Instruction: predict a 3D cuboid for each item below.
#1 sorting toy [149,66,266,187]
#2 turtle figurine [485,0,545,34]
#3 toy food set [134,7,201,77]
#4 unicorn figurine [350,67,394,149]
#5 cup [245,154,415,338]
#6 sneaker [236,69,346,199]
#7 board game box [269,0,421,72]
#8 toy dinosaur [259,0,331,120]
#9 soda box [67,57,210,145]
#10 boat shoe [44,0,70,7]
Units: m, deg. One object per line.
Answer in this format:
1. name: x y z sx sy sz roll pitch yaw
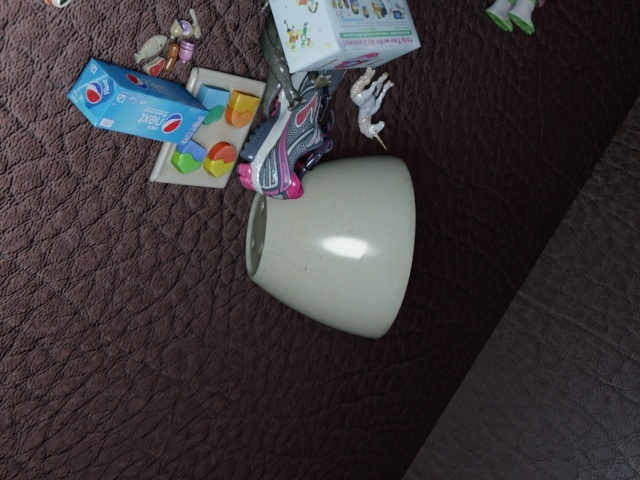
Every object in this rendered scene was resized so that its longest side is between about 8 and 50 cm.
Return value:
1. sorting toy: -0.170 -0.172 1.818 0.208 0.038 0.193 -1 118 -60
2. turtle figurine: 0.495 -0.540 2.407 0.266 0.198 0.275 -53 149 -3
3. toy food set: -0.214 -0.277 1.656 0.122 0.019 0.078 -47 151 -22
4. unicorn figurine: 0.096 -0.264 2.171 0.111 0.060 0.162 -57 137 -4
5. cup: 0.000 0.000 2.017 0.237 0.331 0.331 6 121 -15
6. sneaker: -0.022 -0.198 1.944 0.299 0.112 0.121 -63 158 -14
7. board game box: 0.010 -0.402 1.636 0.224 0.097 0.303 -15 87 -53
8. toy dinosaur: -0.045 -0.307 1.772 0.121 0.160 0.313 -18 153 -11
9. soda box: -0.252 -0.191 1.611 0.067 0.071 0.210 -52 156 15
10. boat shoe: -0.296 -0.343 1.422 0.137 0.043 0.049 -51 150 -19
